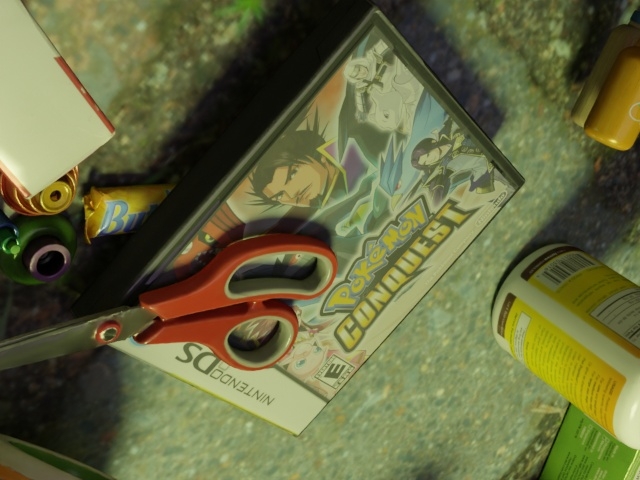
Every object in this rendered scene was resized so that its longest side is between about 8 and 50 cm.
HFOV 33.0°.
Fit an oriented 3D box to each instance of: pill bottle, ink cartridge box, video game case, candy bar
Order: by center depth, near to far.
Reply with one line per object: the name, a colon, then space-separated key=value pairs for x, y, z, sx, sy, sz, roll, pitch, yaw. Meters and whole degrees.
ink cartridge box: x=-0.168 y=-0.096 z=0.520 sx=0.056 sy=0.135 sz=0.099 roll=-39 pitch=134 yaw=-8
candy bar: x=-0.086 y=-0.022 z=0.717 sx=0.161 sy=0.018 sz=0.040 roll=-6 pitch=120 yaw=-37
video game case: x=0.000 y=0.000 z=0.764 sx=0.275 sy=0.035 sz=0.248 roll=-48 pitch=139 yaw=4
pill bottle: x=0.256 y=0.098 z=0.926 sx=0.117 sy=0.215 sz=0.117 roll=-20 pitch=128 yaw=-27
ink cartridge box: x=0.382 y=0.200 z=1.178 sx=0.255 sy=0.097 sz=0.189 roll=0 pitch=117 yaw=-37

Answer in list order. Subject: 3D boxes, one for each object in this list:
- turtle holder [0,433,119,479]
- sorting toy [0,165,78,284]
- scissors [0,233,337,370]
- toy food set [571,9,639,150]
turtle holder: x=-0.171 y=0.261 z=0.679 sx=0.320 sy=0.243 sz=0.227 roll=33 pitch=74 yaw=-39
sorting toy: x=-0.168 y=-0.008 z=0.643 sx=0.061 sy=0.042 sz=0.102 roll=-15 pitch=126 yaw=-31
scissors: x=-0.114 y=0.041 z=0.664 sx=0.297 sy=0.021 sz=0.109 roll=2 pitch=123 yaw=-39
toy food set: x=0.291 y=-0.120 z=0.885 sx=0.232 sy=0.111 sz=0.104 roll=11 pitch=110 yaw=-39
